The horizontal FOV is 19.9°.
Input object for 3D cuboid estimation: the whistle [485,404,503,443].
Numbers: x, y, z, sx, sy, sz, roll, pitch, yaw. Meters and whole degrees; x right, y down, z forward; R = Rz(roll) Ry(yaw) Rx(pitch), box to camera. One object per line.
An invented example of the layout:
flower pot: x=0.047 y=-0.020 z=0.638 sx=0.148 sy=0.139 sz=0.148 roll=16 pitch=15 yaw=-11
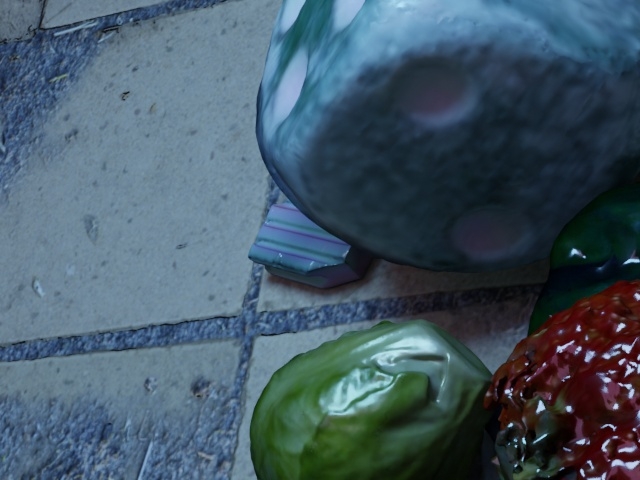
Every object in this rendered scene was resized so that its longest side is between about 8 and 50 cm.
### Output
whistle: x=0.247 y=0.249 z=1.741 sx=0.062 sy=0.062 sz=0.304 roll=-43 pitch=46 yaw=6

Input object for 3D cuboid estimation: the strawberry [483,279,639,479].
strawberry: x=0.314 y=0.169 z=1.437 sx=0.351 sy=0.267 sz=0.312 roll=-12 pitch=74 yaw=0

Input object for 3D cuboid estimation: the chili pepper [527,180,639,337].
chili pepper: x=0.331 y=0.073 z=1.685 sx=0.257 sy=0.233 sz=0.248 roll=-8 pitch=42 yaw=40

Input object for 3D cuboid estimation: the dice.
dice: x=0.142 y=-0.186 z=1.837 sx=0.348 sy=0.330 sz=0.328 roll=-52 pitch=25 yaw=42

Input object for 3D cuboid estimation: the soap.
soap: x=0.000 y=0.000 z=2.086 sx=0.149 sy=0.056 sz=0.100 roll=13 pitch=74 yaw=42

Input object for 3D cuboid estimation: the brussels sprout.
brussels sprout: x=0.053 y=0.187 z=1.799 sx=0.271 sy=0.219 sz=0.210 roll=-48 pitch=44 yaw=24
